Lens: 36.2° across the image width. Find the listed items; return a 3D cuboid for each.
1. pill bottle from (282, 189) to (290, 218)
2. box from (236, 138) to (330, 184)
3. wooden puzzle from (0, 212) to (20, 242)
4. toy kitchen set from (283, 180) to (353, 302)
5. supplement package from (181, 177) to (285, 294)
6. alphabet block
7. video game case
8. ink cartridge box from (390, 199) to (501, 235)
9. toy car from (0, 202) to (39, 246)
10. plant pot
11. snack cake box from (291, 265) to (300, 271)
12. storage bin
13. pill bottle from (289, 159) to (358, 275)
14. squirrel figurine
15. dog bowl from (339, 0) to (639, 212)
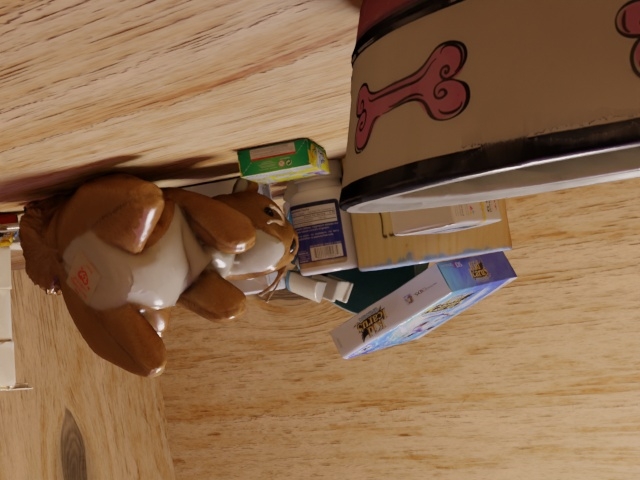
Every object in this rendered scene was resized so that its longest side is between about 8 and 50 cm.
[{"bbox_3d":[-0.045,-0.053,2.078,0.065,0.116,0.065,-9,179,0],"label":"pill bottle"},{"bbox_3d":[-0.048,-0.112,1.433,0.105,0.043,0.179,-10,176,9],"label":"box"},{"bbox_3d":[-0.632,-0.015,1.711,0.239,0.044,0.221,-1,173,-44],"label":"wooden puzzle"},{"bbox_3d":[0.000,0.000,1.827,0.122,0.207,0.166,21,-175,26],"label":"toy kitchen set"},{"bbox_3d":[-0.217,0.008,1.765,0.262,0.204,0.145,-9,177,10],"label":"supplement package"},{"bbox_3d":[0.169,-0.063,1.590,0.193,0.197,0.192,-8,179,-28],"label":"alphabet block"},{"bbox_3d":[0.186,0.112,1.715,0.244,0.061,0.269,-37,163,31],"label":"video game case"},{"bbox_3d":[0.169,-0.090,1.372,0.093,0.154,0.212,-12,176,25],"label":"ink cartridge box"},{"bbox_3d":[-0.491,-0.035,1.618,0.122,0.060,0.040,-17,-141,23],"label":"toy car"},{"bbox_3d":[0.105,-0.024,1.913,0.290,0.290,0.195,-11,-157,43],"label":"plant pot"},{"bbox_3d":[0.052,-0.005,2.094,0.264,0.089,0.152,-53,-175,-10],"label":"snack cake box"},{"bbox_3d":[-0.641,0.142,1.754,0.260,0.262,0.123,-7,173,29],"label":"storage bin"},{"bbox_3d":[0.007,-0.039,1.671,0.112,0.186,0.112,-9,178,0],"label":"pill bottle"},{"bbox_3d":[-0.242,-0.001,1.529,0.397,0.281,0.370,7,-161,38],"label":"squirrel figurine"},{"bbox_3d":[0.204,-0.123,0.673,0.408,0.150,0.408,-9,179,0],"label":"dog bowl"}]
